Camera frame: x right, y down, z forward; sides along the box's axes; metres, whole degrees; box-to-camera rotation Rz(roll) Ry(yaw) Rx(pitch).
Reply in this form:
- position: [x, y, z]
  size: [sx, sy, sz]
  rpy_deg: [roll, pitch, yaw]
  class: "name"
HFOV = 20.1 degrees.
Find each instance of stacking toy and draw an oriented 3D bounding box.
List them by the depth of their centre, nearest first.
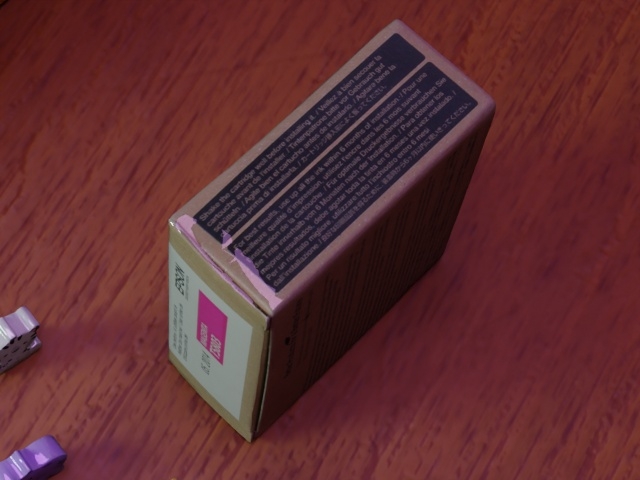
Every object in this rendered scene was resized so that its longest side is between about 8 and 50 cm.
- position: [-0.217, 0.166, 1.121]
  size: [0.221, 0.052, 0.167]
  rpy_deg: [-36, 75, -17]
  class: "stacking toy"

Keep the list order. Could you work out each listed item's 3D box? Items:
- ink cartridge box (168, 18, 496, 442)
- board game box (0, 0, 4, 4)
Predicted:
- position: [0.000, 0.000, 1.111]
  size: [0.088, 0.234, 0.193]
  rpy_deg: [43, 70, 13]
  class: "ink cartridge box"
- position: [-0.373, -0.315, 1.140]
  size: [0.356, 0.356, 0.356]
  rpy_deg: [41, 70, 11]
  class: "board game box"
